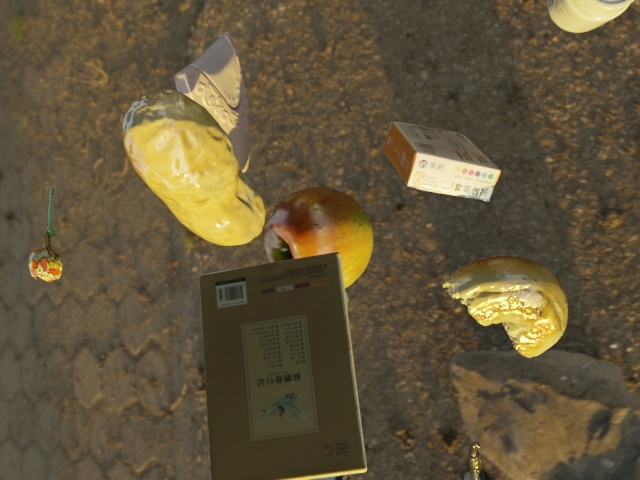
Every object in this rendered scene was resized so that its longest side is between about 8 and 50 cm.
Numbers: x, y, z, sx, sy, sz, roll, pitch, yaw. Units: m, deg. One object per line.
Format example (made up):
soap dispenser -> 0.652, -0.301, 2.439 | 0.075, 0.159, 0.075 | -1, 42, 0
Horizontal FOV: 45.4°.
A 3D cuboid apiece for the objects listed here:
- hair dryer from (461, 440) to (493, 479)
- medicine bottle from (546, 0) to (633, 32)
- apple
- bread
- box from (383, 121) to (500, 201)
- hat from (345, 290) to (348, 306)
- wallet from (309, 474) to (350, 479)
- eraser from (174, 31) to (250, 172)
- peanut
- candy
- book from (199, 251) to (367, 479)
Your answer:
hair dryer -> 0.323, 0.484, 1.528 | 0.195, 0.075, 0.219 | -110, 3, -55
medicine bottle -> 0.545, -0.500, 1.522 | 0.145, 0.252, 0.144 | 1, 100, 4
apple -> 0.000, 0.000, 1.337 | 0.196, 0.196, 0.195 | -3, 86, 44
bread -> 0.457, 0.125, 1.789 | 0.192, 0.314, 0.171 | -46, 25, 34
box -> 0.289, -0.199, 1.867 | 0.274, 0.221, 0.091 | -103, 26, -65
hat -> -0.037, 0.124, 1.646 | 0.191, 0.078, 0.138 | 12, 128, 28
wallet -> -0.014, 0.405, 1.178 | 0.165, 0.030, 0.111 | -59, 24, -13
eraser -> -0.168, -0.231, 1.383 | 0.059, 0.204, 0.243 | -3, 124, 21
peanut -> -0.095, -0.051, 0.621 | 0.080, 0.174, 0.080 | -12, 55, 17
candy -> -0.442, -0.014, 1.247 | 0.049, 0.055, 0.184 | -24, 52, 20
book -> -0.059, 0.180, 1.080 | 0.217, 0.021, 0.310 | -10, 70, 8
